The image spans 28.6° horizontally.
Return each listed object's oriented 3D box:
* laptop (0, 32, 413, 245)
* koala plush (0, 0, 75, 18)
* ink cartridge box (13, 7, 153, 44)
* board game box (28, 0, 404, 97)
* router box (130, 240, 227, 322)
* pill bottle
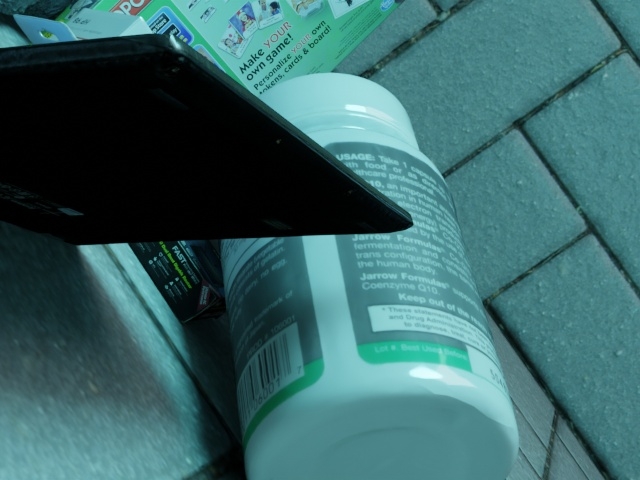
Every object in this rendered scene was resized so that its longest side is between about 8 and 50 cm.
[{"bbox_3d":[-0.186,-0.143,0.761,0.382,0.408,0.236,27,62,-69],"label":"laptop"},{"bbox_3d":[-0.277,-0.331,1.109,0.221,0.196,0.203,52,-27,18],"label":"koala plush"},{"bbox_3d":[-0.166,-0.132,1.052,0.104,0.060,0.180,20,-30,50],"label":"ink cartridge box"},{"bbox_3d":[-0.087,-0.203,1.157,0.213,0.317,0.046,48,-4,-33],"label":"board game box"},{"bbox_3d":[-0.122,0.011,1.080,0.122,0.038,0.092,56,9,7],"label":"router box"},{"bbox_3d":[0.023,0.040,1.019,0.204,0.204,0.361,46,24,-41],"label":"pill bottle"}]
